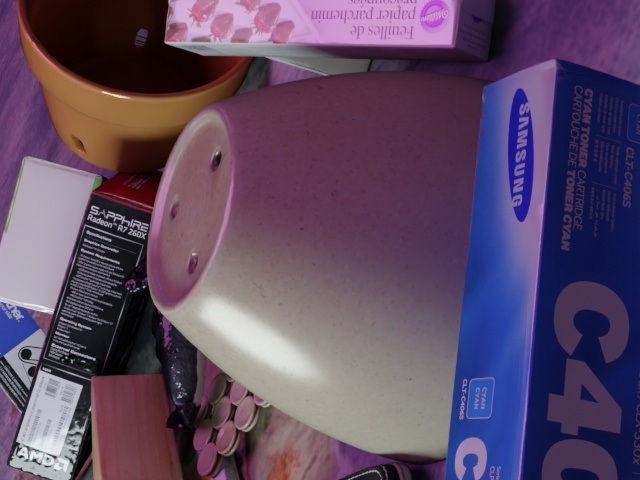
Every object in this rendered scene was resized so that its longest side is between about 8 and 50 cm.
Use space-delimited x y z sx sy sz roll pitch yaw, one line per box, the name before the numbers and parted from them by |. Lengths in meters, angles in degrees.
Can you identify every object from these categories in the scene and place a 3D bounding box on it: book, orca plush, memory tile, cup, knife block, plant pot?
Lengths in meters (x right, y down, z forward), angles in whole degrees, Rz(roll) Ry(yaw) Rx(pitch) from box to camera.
book | -0.118 0.270 1.357 0.096 0.035 0.144 -62 27 23
orca plush | -0.164 0.064 1.397 0.151 0.102 0.287 21 -108 -77
memory tile | -0.092 0.172 1.339 0.148 0.012 0.113 -52 31 22
cup | 0.000 0.000 1.017 0.331 0.237 0.331 -37 46 52
knife block | -0.196 0.260 1.358 0.242 0.088 0.275 126 142 -67
plant pot | -0.235 -0.223 1.578 0.203 0.291 0.291 112 158 -53

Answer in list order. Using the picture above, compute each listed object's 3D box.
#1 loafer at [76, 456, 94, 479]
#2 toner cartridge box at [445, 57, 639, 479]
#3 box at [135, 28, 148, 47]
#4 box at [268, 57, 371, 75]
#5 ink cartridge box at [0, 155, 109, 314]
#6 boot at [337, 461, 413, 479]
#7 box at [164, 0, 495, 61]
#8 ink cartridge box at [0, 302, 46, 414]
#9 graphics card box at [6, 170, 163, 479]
loafer | -0.265 0.316 1.582 0.267 0.096 0.084 -58 11 19
toner cartridge box | 0.164 0.085 0.730 0.075 0.165 0.347 -16 64 59
box | -0.332 -0.418 1.997 0.191 0.143 0.381 -63 27 26
box | 0.014 -0.330 1.279 0.148 0.121 0.311 39 112 61
ink cartridge box | -0.368 -0.005 1.788 0.273 0.115 0.198 -177 101 -88
boot | -0.044 0.245 1.048 0.236 0.179 0.085 -47 38 46
box | 0.000 -0.201 1.140 0.324 0.067 0.063 7 91 36
ink cartridge box | -0.451 0.162 1.857 0.097 0.207 0.046 -38 21 -16
graphics card box | -0.281 0.099 1.604 0.233 0.094 0.371 -82 10 -78
